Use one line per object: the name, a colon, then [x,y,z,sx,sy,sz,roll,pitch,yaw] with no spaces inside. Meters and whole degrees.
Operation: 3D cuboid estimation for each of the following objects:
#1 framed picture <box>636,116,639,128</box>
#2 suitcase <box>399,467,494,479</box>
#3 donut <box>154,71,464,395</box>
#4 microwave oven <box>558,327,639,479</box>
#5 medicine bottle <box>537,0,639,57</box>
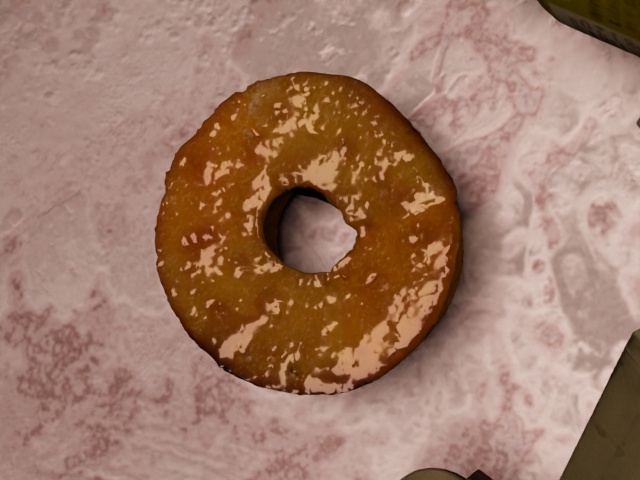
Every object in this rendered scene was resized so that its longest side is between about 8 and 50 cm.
framed picture: [0.460,-0.121,1.560,0.315,0.024,0.232,31,93,21]
suitcase: [0.124,0.401,1.520,0.351,0.194,0.339,36,82,18]
donut: [0.000,0.000,1.677,0.303,0.110,0.303,-4,79,20]
microwave oven: [0.394,0.235,1.309,0.247,0.333,0.394,-23,62,-21]
medicine bottle: [0.275,-0.271,1.529,0.384,0.224,0.224,29,94,32]
